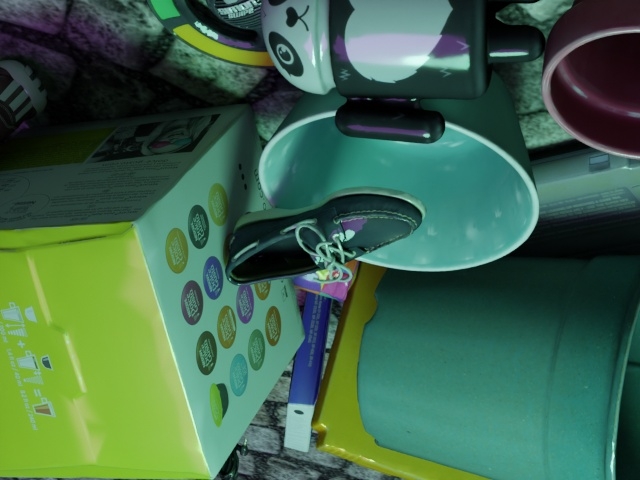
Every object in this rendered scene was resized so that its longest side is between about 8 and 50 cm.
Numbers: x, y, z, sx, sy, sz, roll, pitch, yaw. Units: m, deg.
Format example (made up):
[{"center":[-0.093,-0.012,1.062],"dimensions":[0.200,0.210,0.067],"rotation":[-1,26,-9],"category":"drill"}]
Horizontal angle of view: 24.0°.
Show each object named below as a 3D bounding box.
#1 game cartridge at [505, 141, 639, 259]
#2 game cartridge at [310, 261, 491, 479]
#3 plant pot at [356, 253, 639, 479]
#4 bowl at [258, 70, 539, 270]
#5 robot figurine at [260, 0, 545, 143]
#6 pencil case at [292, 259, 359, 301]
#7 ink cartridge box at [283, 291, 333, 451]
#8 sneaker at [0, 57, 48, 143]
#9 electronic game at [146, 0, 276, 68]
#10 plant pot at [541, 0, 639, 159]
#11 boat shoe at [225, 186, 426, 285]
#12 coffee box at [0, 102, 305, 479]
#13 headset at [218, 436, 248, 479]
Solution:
[{"center":[0.318,-0.030,1.856],"dimensions":[0.355,0.068,0.230],"rotation":[-11,138,35],"category":"game cartridge"},{"center":[0.164,0.195,2.060],"dimensions":[0.324,0.285,0.053],"rotation":[21,160,-12],"category":"game cartridge"},{"center":[0.243,0.159,1.852],"dimensions":[0.334,0.341,0.341],"rotation":[7,150,24],"category":"plant pot"},{"center":[0.097,-0.114,1.695],"dimensions":[0.312,0.163,0.311],"rotation":[9,149,5],"category":"bowl"},{"center":[0.080,-0.223,1.476],"dimensions":[0.278,0.209,0.173],"rotation":[3,149,10],"category":"robot figurine"},{"center":[-0.063,0.006,2.019],"dimensions":[0.236,0.104,0.104],"rotation":[19,149,-6],"category":"pencil case"},{"center":[-0.015,0.167,2.156],"dimensions":[0.045,0.206,0.208],"rotation":[9,148,-1],"category":"ink cartridge box"},{"center":[-0.476,-0.126,1.867],"dimensions":[0.281,0.162,0.106],"rotation":[-21,115,38],"category":"sneaker"},{"center":[-0.081,-0.262,1.629],"dimensions":[0.229,0.048,0.229],"rotation":[10,149,6],"category":"electronic game"},{"center":[0.321,-0.205,1.446],"dimensions":[0.201,0.180,0.201],"rotation":[10,149,6],"category":"plant pot"},{"center":[0.000,0.000,1.683],"dimensions":[0.255,0.079,0.095],"rotation":[-8,140,29],"category":"boat shoe"},{"center":[-0.256,0.062,1.830],"dimensions":[0.338,0.334,0.337],"rotation":[-3,116,23],"category":"coffee box"},{"center":[-0.286,0.255,2.222],"dimensions":[0.394,0.185,0.243],"rotation":[12,155,-35],"category":"headset"}]
